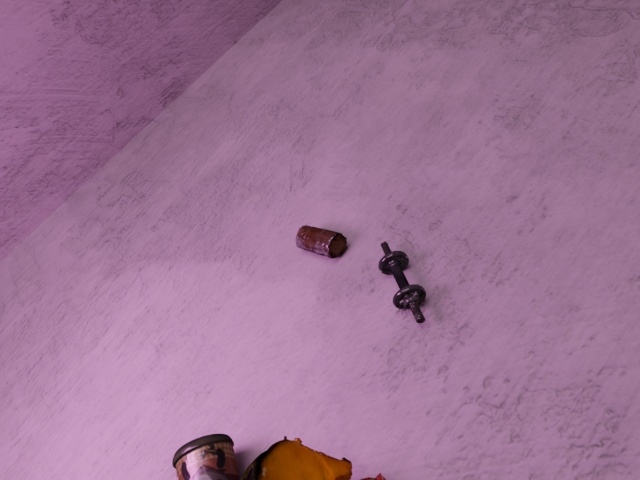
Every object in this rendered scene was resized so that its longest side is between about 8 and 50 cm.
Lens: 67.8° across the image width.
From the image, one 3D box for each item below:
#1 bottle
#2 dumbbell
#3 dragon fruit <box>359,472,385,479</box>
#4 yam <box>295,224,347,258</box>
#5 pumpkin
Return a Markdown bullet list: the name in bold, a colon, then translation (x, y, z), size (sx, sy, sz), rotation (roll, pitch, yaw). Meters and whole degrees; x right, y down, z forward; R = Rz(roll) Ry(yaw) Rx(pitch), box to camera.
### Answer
- **bottle**: translation (-0.204, 0.542, 0.962), size (0.156, 0.143, 0.271), rotation (-45, 50, 24)
- **dumbbell**: translation (0.195, 0.095, 1.155), size (0.082, 0.081, 0.253), rotation (-27, 45, 7)
- **dragon fruit**: translation (0.083, 0.494, 0.886), size (0.116, 0.081, 0.086), rotation (-37, 55, 1)
- **yam**: translation (-0.001, 0.002, 1.345), size (0.141, 0.079, 0.079), rotation (17, 63, 40)
- **pumpkin**: translation (-0.035, 0.500, 0.765), size (0.303, 0.257, 0.225), rotation (33, 105, 62)
